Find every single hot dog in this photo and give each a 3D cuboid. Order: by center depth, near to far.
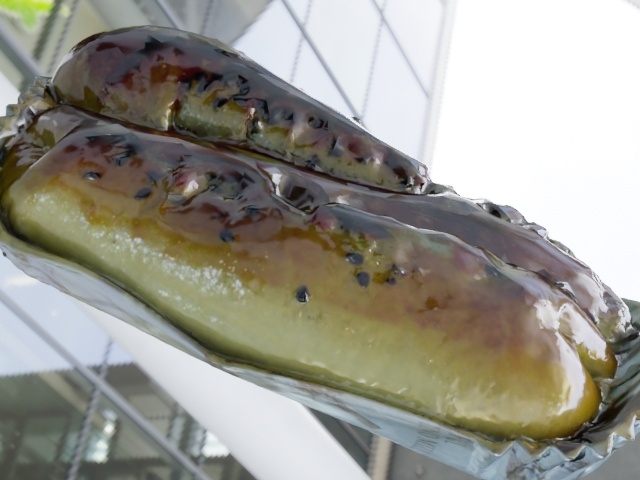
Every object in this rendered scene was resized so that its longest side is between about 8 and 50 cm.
[{"bbox_3d":[0.000,0.000,0.471,0.270,0.082,0.162,24,-154,11],"label":"hot dog"}]
